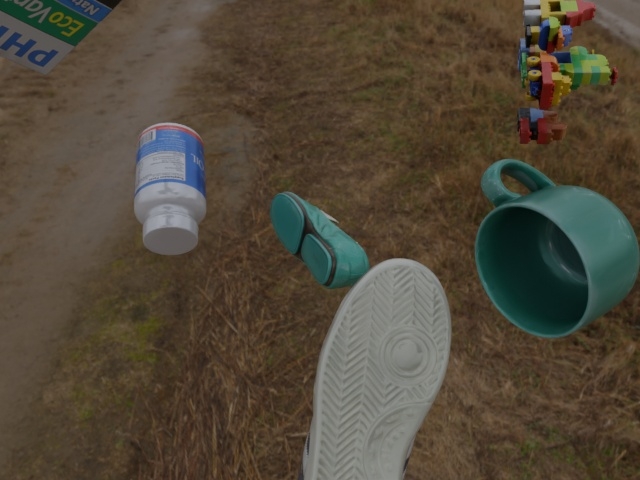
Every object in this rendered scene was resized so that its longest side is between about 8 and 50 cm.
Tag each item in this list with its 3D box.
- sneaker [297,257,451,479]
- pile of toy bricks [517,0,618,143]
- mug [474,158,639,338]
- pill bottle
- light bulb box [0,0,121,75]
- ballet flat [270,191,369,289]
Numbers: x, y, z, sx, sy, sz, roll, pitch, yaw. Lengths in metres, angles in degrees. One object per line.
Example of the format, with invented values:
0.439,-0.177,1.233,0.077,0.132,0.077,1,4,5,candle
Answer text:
0.042,0.191,0.624,0.131,0.148,0.349,17,80,-2,sneaker
0.292,-0.201,0.681,0.105,0.118,0.212,4,45,14,pile of toy bricks
0.224,0.001,0.540,0.097,0.157,0.129,-20,22,-27,mug
-0.266,-0.089,1.026,0.124,0.124,0.221,-7,59,-4,pill bottle
-0.296,-0.383,0.476,0.361,0.358,0.225,-34,70,20,light bulb box
0.000,0.000,0.870,0.087,0.083,0.247,7,24,-29,ballet flat
